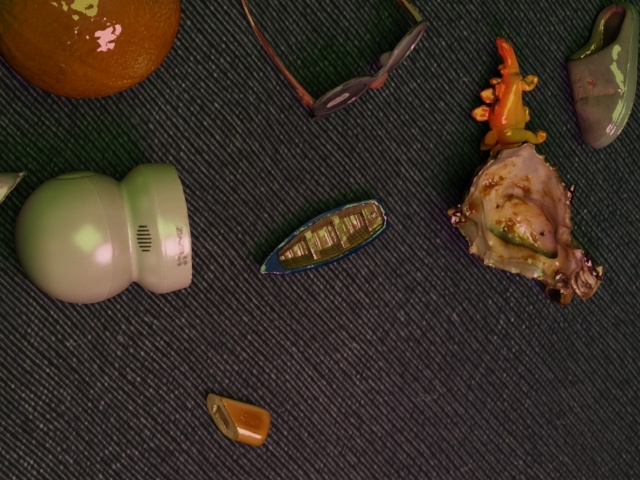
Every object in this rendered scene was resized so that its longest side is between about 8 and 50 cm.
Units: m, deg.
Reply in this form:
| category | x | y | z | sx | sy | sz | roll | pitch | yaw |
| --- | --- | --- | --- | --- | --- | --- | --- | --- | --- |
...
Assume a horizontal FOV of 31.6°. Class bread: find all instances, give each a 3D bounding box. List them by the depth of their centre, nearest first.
| category | x | y | z | sx | sy | sz | roll | pitch | yaw |
| --- | --- | --- | --- | --- | --- | --- | --- | --- | --- |
| bread | -0.130 | 0.278 | 1.737 | 0.103 | 0.049 | 0.062 | 19 | 60 | -18 |

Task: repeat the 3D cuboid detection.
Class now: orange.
| category | x | y | z | sx | sy | sz | roll | pitch | yaw |
| --- | --- | --- | --- | --- | --- | --- | --- | --- | --- |
| orange | -0.318 | -0.320 | 1.512 | 0.274 | 0.274 | 0.274 | -2 | 95 | -19 |

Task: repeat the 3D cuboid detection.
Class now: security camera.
| category | x | y | z | sx | sy | sz | roll | pitch | yaw |
| --- | --- | --- | --- | --- | --- | --- | --- | --- | --- |
| security camera | -0.308 | -0.006 | 1.584 | 0.236 | 0.194 | 0.195 | -10 | 98 | -15 |

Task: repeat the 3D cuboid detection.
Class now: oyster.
| category | x | y | z | sx | sy | sz | roll | pitch | yaw |
| --- | --- | --- | --- | --- | --- | --- | --- | --- | --- |
| oyster | 0.355 | -0.016 | 1.830 | 0.198 | 0.133 | 0.337 | -39 | 114 | 20 |

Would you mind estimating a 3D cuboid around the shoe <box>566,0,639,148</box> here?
| category | x | y | z | sx | sy | sz | roll | pitch | yaw |
| --- | --- | --- | --- | --- | --- | --- | --- | --- | --- |
| shoe | 0.461 | -0.281 | 1.874 | 0.100 | 0.103 | 0.251 | 12 | 85 | -21 |

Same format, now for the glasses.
| category | x | y | z | sx | sy | sz | roll | pitch | yaw |
| --- | --- | --- | --- | --- | --- | --- | --- | --- | --- |
| glasses | 0.011 | -0.344 | 1.745 | 0.234 | 0.118 | 0.268 | -38 | 85 | -11 |

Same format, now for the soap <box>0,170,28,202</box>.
| category | x | y | z | sx | sy | sz | roll | pitch | yaw |
| --- | --- | --- | --- | --- | --- | --- | --- | --- | --- |
| soap | -0.538 | 0.039 | 1.519 | 0.302 | 0.159 | 0.258 | -4 | 92 | -17 |

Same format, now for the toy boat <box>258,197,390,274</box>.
| category | x | y | z | sx | sy | sz | roll | pitch | yaw |
| --- | --- | --- | --- | --- | --- | --- | --- | --- | --- |
| toy boat | 0.000 | 0.000 | 1.763 | 0.229 | 0.046 | 0.080 | -26 | 103 | -15 |

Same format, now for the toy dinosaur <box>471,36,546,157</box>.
| category | x | y | z | sx | sy | sz | roll | pitch | yaw |
| --- | --- | --- | --- | --- | --- | --- | --- | --- | --- |
| toy dinosaur | 0.305 | -0.187 | 1.841 | 0.117 | 0.070 | 0.288 | -19 | 106 | -23 |
